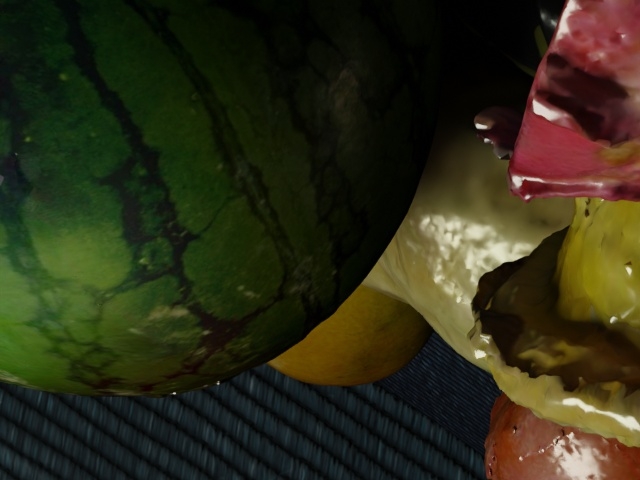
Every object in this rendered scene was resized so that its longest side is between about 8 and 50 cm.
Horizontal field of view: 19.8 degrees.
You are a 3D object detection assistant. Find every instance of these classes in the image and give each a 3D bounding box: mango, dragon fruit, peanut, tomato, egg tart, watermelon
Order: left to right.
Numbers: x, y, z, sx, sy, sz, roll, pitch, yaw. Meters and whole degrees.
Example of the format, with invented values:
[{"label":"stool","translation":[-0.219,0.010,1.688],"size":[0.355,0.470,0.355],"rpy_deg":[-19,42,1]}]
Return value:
[{"label":"watermelon","translation":[-0.108,-0.102,0.831],"size":[0.363,0.363,0.363],"rpy_deg":[34,170,7]},{"label":"mango","translation":[0.000,0.000,1.467],"size":[0.211,0.173,0.317],"rpy_deg":[37,160,25]},{"label":"peanut","translation":[0.085,-0.027,1.000],"size":[0.387,0.169,0.192],"rpy_deg":[28,-176,42]},{"label":"tomato","translation":[0.218,0.134,1.242],"size":[0.184,0.208,0.208],"rpy_deg":[34,171,-3]},{"label":"dragon fruit","translation":[0.133,-0.067,0.542],"size":[0.126,0.161,0.274],"rpy_deg":[29,-169,5]},{"label":"egg tart","translation":[0.193,-0.004,0.673],"size":[0.288,0.288,0.118],"rpy_deg":[19,125,59]}]

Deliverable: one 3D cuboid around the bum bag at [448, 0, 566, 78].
[{"label":"bum bag","translation":[0.143,-0.089,0.846],"size":[0.232,0.060,0.106],"rpy_deg":[31,161,13]}]
